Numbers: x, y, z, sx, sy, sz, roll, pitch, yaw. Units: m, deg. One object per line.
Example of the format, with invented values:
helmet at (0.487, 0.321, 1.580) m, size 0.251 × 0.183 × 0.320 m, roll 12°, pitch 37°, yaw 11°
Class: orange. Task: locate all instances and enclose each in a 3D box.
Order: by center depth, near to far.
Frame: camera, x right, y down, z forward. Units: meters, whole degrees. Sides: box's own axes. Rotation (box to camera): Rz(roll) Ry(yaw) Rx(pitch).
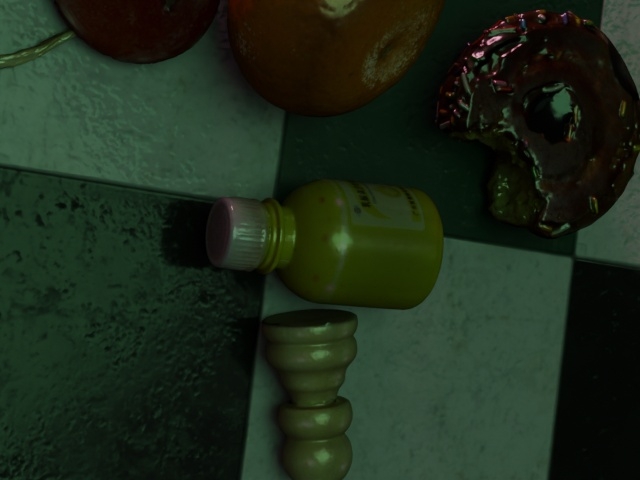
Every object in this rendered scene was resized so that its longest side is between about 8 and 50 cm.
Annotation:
orange at (0.010, -0.224, 1.689) m, size 0.170 × 0.224 × 0.224 m, roll 38°, pitch 69°, yaw 23°

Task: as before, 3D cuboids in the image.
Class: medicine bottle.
medicine bottle at (0.000, 0.000, 1.727) m, size 0.212 × 0.122 × 0.122 m, roll 5°, pitch 88°, yaw -25°

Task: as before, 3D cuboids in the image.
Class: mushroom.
mushroom at (-0.320, -0.153, 1.632) m, size 0.286 × 0.026 × 0.028 m, roll -28°, pitch 117°, yaw -25°

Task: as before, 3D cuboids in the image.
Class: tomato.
tomato at (-0.159, -0.267, 1.660) m, size 0.173 × 0.099 × 0.189 m, roll 23°, pitch 73°, yaw -24°

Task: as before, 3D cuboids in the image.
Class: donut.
donut at (0.220, -0.125, 1.849) m, size 0.230 × 0.096 × 0.216 m, roll 39°, pitch 72°, yaw -20°

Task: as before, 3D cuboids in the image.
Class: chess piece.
chess piece at (-0.009, 0.156, 1.749) m, size 0.094 × 0.094 × 0.171 m, roll -5°, pitch 99°, yaw -26°
